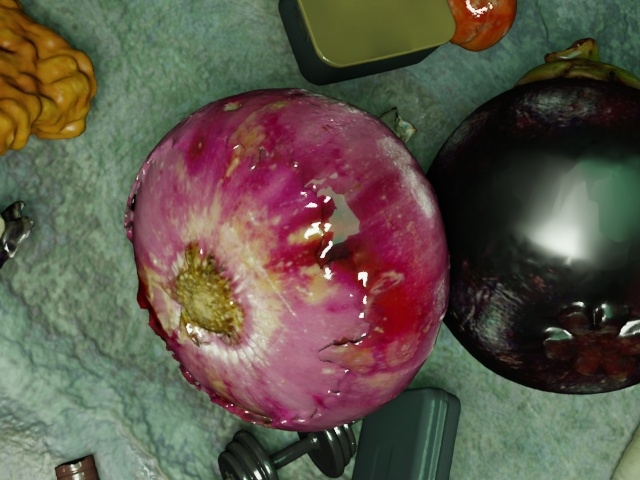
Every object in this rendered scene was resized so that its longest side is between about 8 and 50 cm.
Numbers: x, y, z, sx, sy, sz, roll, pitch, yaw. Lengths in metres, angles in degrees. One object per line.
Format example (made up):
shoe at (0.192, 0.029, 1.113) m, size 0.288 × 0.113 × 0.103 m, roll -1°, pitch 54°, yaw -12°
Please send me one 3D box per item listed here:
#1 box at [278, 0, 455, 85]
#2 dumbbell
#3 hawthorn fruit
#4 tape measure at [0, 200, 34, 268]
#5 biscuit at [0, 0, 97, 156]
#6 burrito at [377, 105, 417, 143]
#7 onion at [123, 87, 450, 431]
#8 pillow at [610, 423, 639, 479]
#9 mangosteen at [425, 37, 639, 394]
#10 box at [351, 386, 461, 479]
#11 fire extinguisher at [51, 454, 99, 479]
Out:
box at (0.055, -0.286, 1.277) m, size 0.201 × 0.090 × 0.144 m, roll -18°, pitch 84°, yaw -22°
dumbbell at (-0.037, 0.240, 1.114) m, size 0.208 × 0.099 × 0.099 m, roll -25°, pitch 87°, yaw -24°
hawthorn fruit at (0.201, -0.315, 1.324) m, size 0.128 × 0.128 × 0.128 m, roll 5°, pitch 76°, yaw -19°
tape measure at (-0.442, 0.040, 0.963) m, size 0.271 × 0.133 × 0.231 m, roll 19°, pitch 99°, yaw -42°
biscuit at (-0.410, -0.180, 0.996) m, size 0.318 × 0.110 × 0.312 m, roll 35°, pitch 30°, yaw 3°
burrito at (0.052, -0.113, 1.262) m, size 0.171 × 0.042 × 0.051 m, roll -36°, pitch 93°, yaw -20°
onion at (-0.014, 0.021, 1.046) m, size 0.345 × 0.358 × 0.358 m, roll -3°, pitch 78°, yaw -32°
pillow at (0.457, 0.295, 1.293) m, size 0.134 × 0.078 × 0.181 m, roll 34°, pitch 71°, yaw -7°
mangosteen at (0.291, -0.036, 1.174) m, size 0.382 × 0.382 × 0.435 m, roll 20°, pitch 42°, yaw -15°
box at (0.085, 0.281, 1.114) m, size 0.050 × 0.160 × 0.230 m, roll 19°, pitch 71°, yaw -21°
fire extinguisher at (-0.247, 0.311, 1.054) m, size 0.078 × 0.045 × 0.157 m, roll -18°, pitch 84°, yaw 5°
